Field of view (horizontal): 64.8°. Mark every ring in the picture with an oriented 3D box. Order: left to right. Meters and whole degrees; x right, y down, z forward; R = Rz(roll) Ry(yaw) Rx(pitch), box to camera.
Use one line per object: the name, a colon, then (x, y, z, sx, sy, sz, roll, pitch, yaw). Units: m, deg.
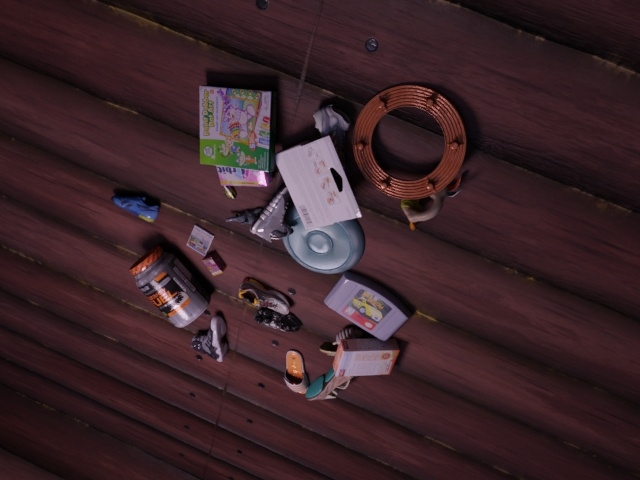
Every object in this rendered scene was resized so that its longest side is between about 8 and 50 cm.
ring: (0.252, -0.279, 1.468, 0.336, 0.032, 0.337, 9, 116, 19)

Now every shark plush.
shark plush: (-0.267, -0.081, 1.824, 0.161, 0.067, 0.073, 12, 127, 13)

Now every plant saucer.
plant saucer: (0.000, 0.000, 1.796, 0.317, 0.044, 0.318, 10, 127, 14)

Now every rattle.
rattle: (0.361, -0.108, 1.565, 0.199, 0.130, 0.143, -28, 124, 6)

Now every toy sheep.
toy sheep: (0.107, 0.390, 2.002, 0.132, 0.091, 0.091, -29, 111, 15)

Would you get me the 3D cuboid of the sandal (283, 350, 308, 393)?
sandal: (-0.120, 0.604, 2.245, 0.101, 0.076, 0.266, 4, 125, 19)

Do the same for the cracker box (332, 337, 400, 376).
cracker box: (0.176, 0.457, 1.974, 0.232, 0.067, 0.156, 2, 129, -15)

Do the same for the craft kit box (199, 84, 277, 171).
craft kit box: (-0.263, -0.355, 1.596, 0.246, 0.061, 0.250, 9, 109, 18)

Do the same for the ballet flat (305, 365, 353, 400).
ballet flat: (0.049, 0.626, 2.182, 0.106, 0.108, 0.316, 31, 130, -11)

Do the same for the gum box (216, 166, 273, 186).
gum box: (-0.254, -0.245, 1.707, 0.188, 0.062, 0.107, 3, 124, 19)

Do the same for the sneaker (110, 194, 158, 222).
sneaker: (-0.719, -0.145, 1.967, 0.209, 0.069, 0.082, 25, 96, 14)

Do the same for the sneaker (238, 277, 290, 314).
sneaker: (-0.228, 0.242, 2.021, 0.225, 0.093, 0.088, 25, 128, 1)

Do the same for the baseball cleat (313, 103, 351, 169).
baseball cleat: (0.054, -0.311, 1.536, 0.109, 0.072, 0.206, -14, 118, 29)

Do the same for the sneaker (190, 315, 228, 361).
sneaker: (-0.505, 0.433, 2.256, 0.152, 0.101, 0.269, 11, 129, 11)

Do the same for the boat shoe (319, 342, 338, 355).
boat shoe: (0.071, 0.461, 2.086, 0.152, 0.056, 0.048, 2, 120, 11)

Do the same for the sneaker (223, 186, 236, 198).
sneaker: (-0.336, -0.182, 1.803, 0.035, 0.031, 0.083, -15, 117, 30)

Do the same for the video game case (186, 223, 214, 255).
video game case: (-0.477, -0.001, 1.998, 0.087, 0.011, 0.122, 32, 129, -3)

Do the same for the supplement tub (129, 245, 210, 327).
supplement tub: (-0.617, 0.186, 2.068, 0.193, 0.194, 0.316, -27, 111, 34)

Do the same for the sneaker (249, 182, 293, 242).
sneaker: (-0.130, -0.089, 1.738, 0.132, 0.086, 0.229, 37, 107, -14)

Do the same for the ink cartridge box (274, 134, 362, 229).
ink cartridge box: (0.000, -0.184, 1.600, 0.238, 0.060, 0.275, -12, 108, 38)

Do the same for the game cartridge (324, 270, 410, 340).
game cartridge: (0.179, 0.244, 1.894, 0.294, 0.060, 0.196, 32, 125, -3)

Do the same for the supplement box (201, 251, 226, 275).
supplement box: (-0.426, 0.093, 2.024, 0.054, 0.043, 0.083, -18, 116, 31)

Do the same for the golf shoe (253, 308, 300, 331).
golf shoe: (-0.180, 0.332, 2.091, 0.198, 0.077, 0.094, 19, 161, -7)
